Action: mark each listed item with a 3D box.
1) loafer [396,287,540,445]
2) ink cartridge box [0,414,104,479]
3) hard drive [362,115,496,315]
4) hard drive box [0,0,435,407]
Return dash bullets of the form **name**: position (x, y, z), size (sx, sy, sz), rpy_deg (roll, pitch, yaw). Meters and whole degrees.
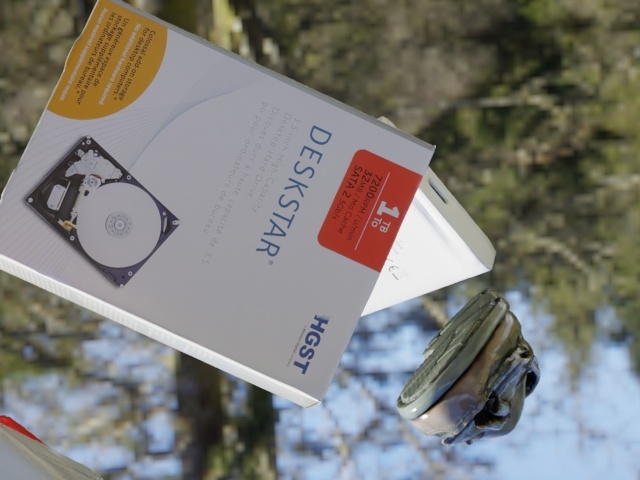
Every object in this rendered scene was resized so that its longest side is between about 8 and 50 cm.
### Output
- **loafer**: position (0.117, 0.093, 1.309), size (0.096, 0.084, 0.267), rpy_deg (-45, 179, 11)
- **ink cartridge box**: position (-0.201, 0.267, 1.032), size (0.272, 0.309, 0.130), rpy_deg (31, 175, 31)
- **hard drive**: position (0.000, 0.000, 1.998), size (0.307, 0.203, 0.040), rpy_deg (-21, -147, 35)
- **hard drive box**: position (-0.071, -0.023, 1.217), size (0.232, 0.181, 0.089), rpy_deg (24, 171, -3)
